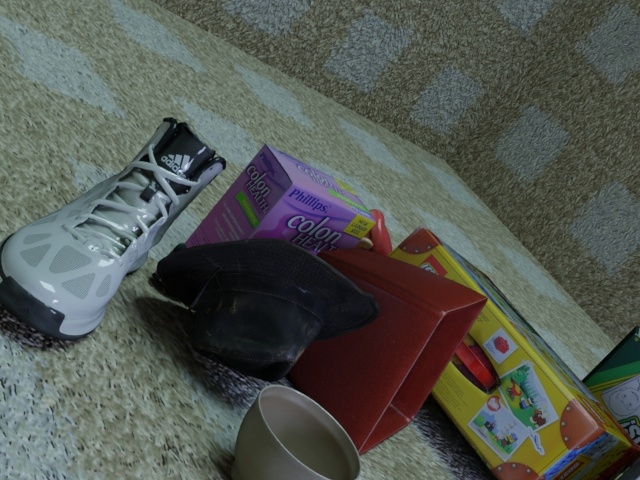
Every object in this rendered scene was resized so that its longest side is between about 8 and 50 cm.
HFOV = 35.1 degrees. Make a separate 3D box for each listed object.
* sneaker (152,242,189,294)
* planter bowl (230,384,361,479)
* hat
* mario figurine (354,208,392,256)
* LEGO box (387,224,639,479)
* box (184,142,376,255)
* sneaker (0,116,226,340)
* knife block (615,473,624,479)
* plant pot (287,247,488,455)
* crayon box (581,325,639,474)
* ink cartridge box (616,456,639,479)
[{"bbox_3d":[-0.168,0.062,1.581,0.178,0.077,0.072,27,4,-37],"label":"sneaker"},{"bbox_3d":[-0.045,0.277,1.272,0.162,0.109,0.162,37,17,-13],"label":"planter bowl"},{"bbox_3d":[-0.090,0.122,1.423,0.331,0.331,0.134,31,58,-28],"label":"hat"},{"bbox_3d":[0.000,0.000,2.107,0.321,0.170,0.198,20,60,-20],"label":"mario figurine"},{"bbox_3d":[0.337,0.250,1.915,0.500,0.193,0.372,52,11,33],"label":"LEGO box"},{"bbox_3d":[-0.071,-0.008,1.711,0.214,0.243,0.117,24,23,-45],"label":"box"},{"bbox_3d":[-0.274,-0.050,1.357,0.169,0.257,0.447,39,17,-5],"label":"sneaker"},{"bbox_3d":[0.575,0.520,2.011,0.242,0.088,0.275,33,18,-18],"label":"knife block"},{"bbox_3d":[0.077,0.148,1.639,0.236,0.267,0.267,35,15,18],"label":"plant pot"},{"bbox_3d":[0.696,0.418,2.132,0.363,0.313,0.106,43,17,10],"label":"crayon box"},{"bbox_3d":[0.564,0.468,1.732,0.151,0.270,0.395,46,6,15],"label":"ink cartridge box"}]
